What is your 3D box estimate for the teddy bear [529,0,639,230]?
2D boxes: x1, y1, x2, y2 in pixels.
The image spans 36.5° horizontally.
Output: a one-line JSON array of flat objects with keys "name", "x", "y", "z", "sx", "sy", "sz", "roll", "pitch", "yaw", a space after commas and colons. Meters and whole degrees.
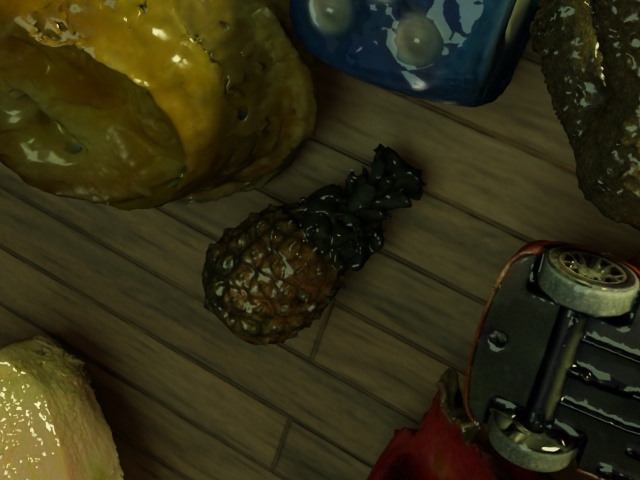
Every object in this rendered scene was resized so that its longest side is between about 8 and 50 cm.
[{"name": "teddy bear", "x": 0.215, "y": -0.062, "z": 0.591, "sx": 0.251, "sy": 0.182, "sz": 0.129, "roll": 42, "pitch": 78, "yaw": -9}]

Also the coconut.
[{"name": "coconut", "x": -0.296, "y": 0.226, "z": 0.905, "sx": 0.233, "sy": 0.233, "sz": 0.245, "roll": -21, "pitch": 90, "yaw": 31}]

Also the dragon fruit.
[{"name": "dragon fruit", "x": 0.132, "y": 0.203, "z": 0.723, "sx": 0.262, "sy": 0.134, "sz": 0.212, "roll": 7, "pitch": 95, "yaw": 63}]

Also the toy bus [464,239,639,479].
[{"name": "toy bus", "x": 0.265, "y": 0.102, "z": 0.613, "sx": 0.329, "sy": 0.153, "sz": 0.143, "roll": 21, "pitch": 115, "yaw": 20}]

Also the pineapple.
[{"name": "pineapple", "x": 0.000, "y": 0.000, "z": 0.761, "sx": 0.197, "sy": 0.108, "sz": 0.108, "roll": -37, "pitch": 86, "yaw": 18}]

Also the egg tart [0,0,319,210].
[{"name": "egg tart", "x": -0.162, "y": -0.123, "z": 0.720, "sx": 0.341, "sy": 0.129, "sz": 0.341, "roll": 11, "pitch": 143, "yaw": 8}]

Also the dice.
[{"name": "dice", "x": 0.072, "y": -0.175, "z": 0.634, "sx": 0.146, "sy": 0.146, "sz": 0.143, "roll": 24, "pitch": 113, "yaw": 20}]
